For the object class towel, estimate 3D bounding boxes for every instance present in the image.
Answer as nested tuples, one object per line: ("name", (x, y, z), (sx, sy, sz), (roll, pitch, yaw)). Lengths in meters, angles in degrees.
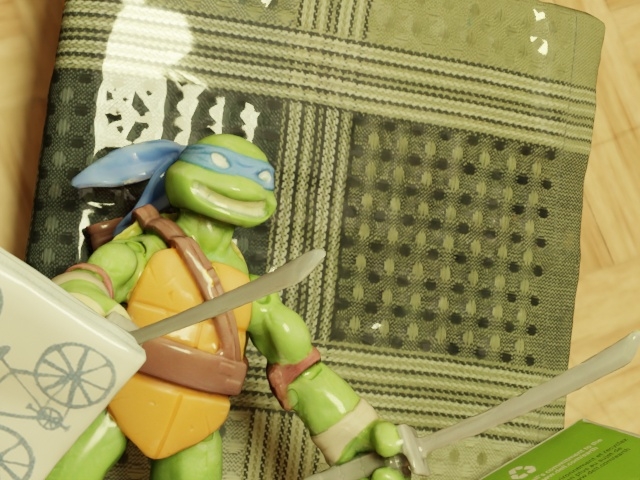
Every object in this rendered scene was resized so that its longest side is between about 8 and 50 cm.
("towel", (0.000, 0.000, 0.926), (0.324, 0.056, 0.312), (8, 85, -19))

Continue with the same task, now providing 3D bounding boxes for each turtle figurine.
("turtle figurine", (-0.052, 0.097, 0.750), (0.274, 0.198, 0.266), (26, 99, 24))

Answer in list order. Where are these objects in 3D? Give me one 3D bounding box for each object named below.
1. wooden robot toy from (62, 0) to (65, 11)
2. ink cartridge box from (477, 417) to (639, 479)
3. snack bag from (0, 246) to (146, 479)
("wooden robot toy", (-0.107, -0.123, 0.953), (0.173, 0.076, 0.079), (13, 104, -22))
("ink cartridge box", (0.195, 0.189, 0.935), (0.255, 0.097, 0.189), (-26, 112, -30))
("snack bag", (-0.290, 0.045, 0.677), (0.342, 0.323, 0.037), (39, 27, -10))
